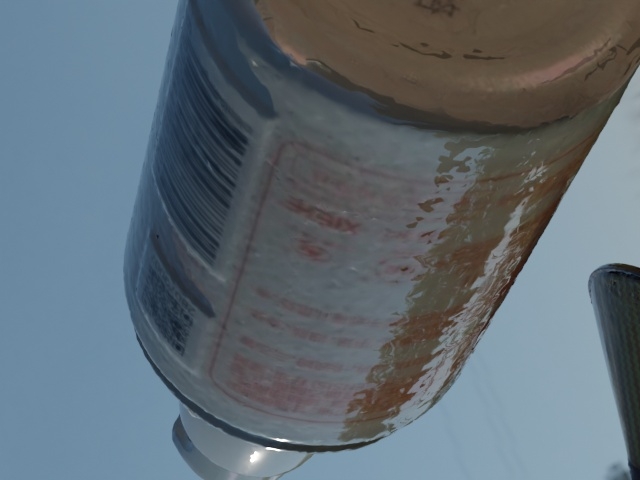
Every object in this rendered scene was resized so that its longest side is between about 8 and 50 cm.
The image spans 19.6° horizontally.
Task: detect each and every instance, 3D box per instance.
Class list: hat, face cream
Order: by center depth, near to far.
[{"bbox_3d":[0.000,0.000,0.481,0.252,0.101,0.101,111,141,-56],"label":"face cream"},{"bbox_3d":[0.196,0.105,0.994,0.193,0.082,0.193,42,168,11],"label":"hat"}]
